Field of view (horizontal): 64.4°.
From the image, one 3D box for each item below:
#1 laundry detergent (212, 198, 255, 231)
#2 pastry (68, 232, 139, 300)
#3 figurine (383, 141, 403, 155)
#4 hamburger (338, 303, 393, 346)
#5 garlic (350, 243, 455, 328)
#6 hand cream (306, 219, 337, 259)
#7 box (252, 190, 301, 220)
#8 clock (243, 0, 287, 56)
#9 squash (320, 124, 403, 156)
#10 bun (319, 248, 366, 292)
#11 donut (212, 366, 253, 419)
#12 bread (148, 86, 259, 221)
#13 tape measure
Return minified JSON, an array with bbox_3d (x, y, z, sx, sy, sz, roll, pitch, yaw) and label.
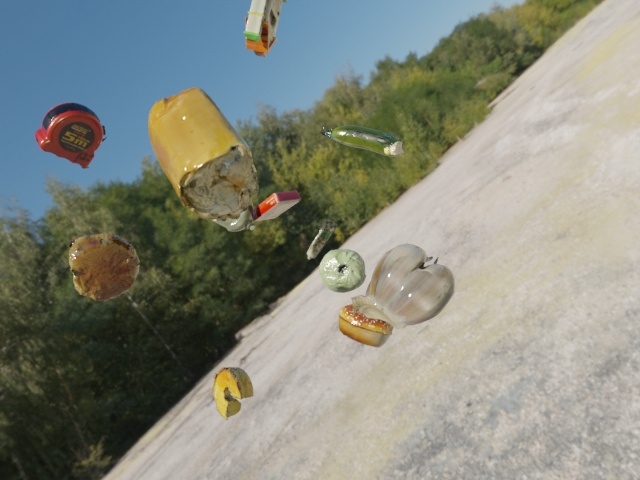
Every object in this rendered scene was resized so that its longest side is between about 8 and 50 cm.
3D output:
[{"bbox_3d":[-0.381,-0.132,2.151,0.181,0.253,0.091,-54,-1,5],"label":"laundry detergent"},{"bbox_3d":[-0.693,0.078,1.607,0.218,0.229,0.100,-42,33,-4],"label":"pastry"},{"bbox_3d":[0.244,-0.305,1.715,0.050,0.047,0.083,-8,11,31],"label":"figurine"},{"bbox_3d":[0.171,0.320,1.951,0.237,0.236,0.148,155,138,-86],"label":"hamburger"},{"bbox_3d":[0.236,0.121,1.379,0.292,0.210,0.237,-42,-10,-13],"label":"garlic"},{"bbox_3d":[0.000,0.000,1.871,0.165,0.057,0.037,-57,36,12],"label":"hand cream"},{"bbox_3d":[-0.192,-0.148,2.167,0.122,0.050,0.229,-13,-10,-40],"label":"box"},{"bbox_3d":[-0.221,-0.848,1.928,0.220,0.106,0.256,-3,-73,-84],"label":"clock"},{"bbox_3d":[0.159,-0.391,1.948,0.087,0.331,0.087,16,-90,-74],"label":"squash"},{"bbox_3d":[0.097,0.144,2.319,0.221,0.221,0.108,-40,4,19],"label":"bun"},{"bbox_3d":[-0.283,0.473,1.626,0.078,0.146,0.181,-4,-41,-39],"label":"donut"},{"bbox_3d":[-0.401,-0.273,1.650,0.250,0.394,0.361,-31,-21,-16],"label":"bread"},{"bbox_3d":[-1.053,-0.456,2.169,0.260,0.114,0.253,-51,-33,10],"label":"tape measure"}]
